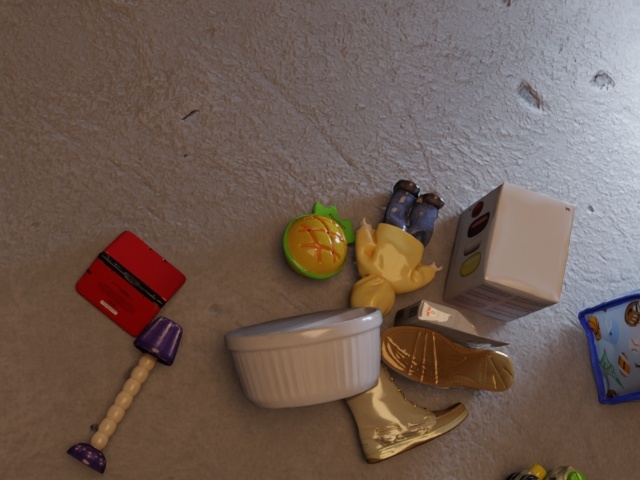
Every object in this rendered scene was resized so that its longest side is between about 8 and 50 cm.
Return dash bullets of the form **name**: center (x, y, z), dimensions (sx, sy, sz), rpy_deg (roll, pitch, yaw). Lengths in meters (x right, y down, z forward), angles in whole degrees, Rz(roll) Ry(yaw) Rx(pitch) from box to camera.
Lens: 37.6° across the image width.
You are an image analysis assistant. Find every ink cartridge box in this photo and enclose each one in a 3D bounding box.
- **ink cartridge box**: center (0.240, 0.158, 1.721), dimensions (0.179, 0.145, 0.045), rpy_deg (14, 74, -11)

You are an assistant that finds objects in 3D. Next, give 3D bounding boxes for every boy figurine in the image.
- **boy figurine**: center (0.140, 0.034, 1.757), dimensions (0.177, 0.092, 0.285), rpy_deg (26, 72, -7)

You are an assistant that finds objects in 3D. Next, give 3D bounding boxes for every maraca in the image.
- **maraca**: center (0.000, 0.000, 1.730), dimensions (0.127, 0.099, 0.185), rpy_deg (44, 44, -3)

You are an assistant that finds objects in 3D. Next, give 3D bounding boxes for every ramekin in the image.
- **ramekin**: center (-0.020, 0.197, 1.589), dimensions (0.273, 0.273, 0.127), rpy_deg (-10, 90, -16)

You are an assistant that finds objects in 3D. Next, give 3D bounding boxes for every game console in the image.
- **game console**: center (-0.335, 0.076, 1.666), dimensions (0.144, 0.085, 0.124), rpy_deg (39, 101, -1)

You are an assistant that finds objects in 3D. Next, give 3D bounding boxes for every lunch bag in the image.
- **lunch bag**: center (0.716, 0.152, 1.717), dimensions (0.328, 0.385, 0.239), rpy_deg (-11, 79, -16)

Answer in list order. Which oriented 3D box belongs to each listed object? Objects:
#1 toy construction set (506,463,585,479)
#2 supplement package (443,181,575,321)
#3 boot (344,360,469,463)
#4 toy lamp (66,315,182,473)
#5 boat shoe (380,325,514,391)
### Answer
- **toy construction set**: center (0.397, 0.530, 1.674), dimensions (0.215, 0.151, 0.328), rpy_deg (47, 59, 1)
- **supplement package**: center (0.347, 0.026, 1.752), dimensions (0.149, 0.203, 0.194), rpy_deg (17, 72, -10)
- **boot**: center (0.150, 0.291, 1.703), dimensions (0.213, 0.077, 0.165), rpy_deg (-20, 79, -18)
- **toy lamp**: center (-0.324, 0.254, 1.591), dimensions (0.080, 0.080, 0.274), rpy_deg (33, 72, -4)
- **boat shoe**: center (0.215, 0.226, 1.716), dimensions (0.277, 0.096, 0.098), rpy_deg (18, 73, -20)
